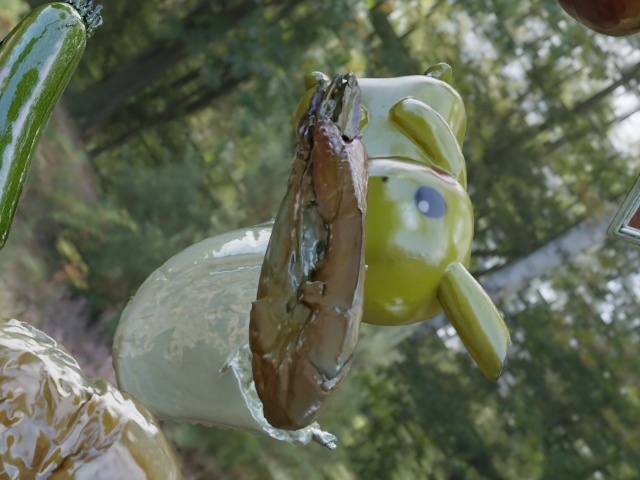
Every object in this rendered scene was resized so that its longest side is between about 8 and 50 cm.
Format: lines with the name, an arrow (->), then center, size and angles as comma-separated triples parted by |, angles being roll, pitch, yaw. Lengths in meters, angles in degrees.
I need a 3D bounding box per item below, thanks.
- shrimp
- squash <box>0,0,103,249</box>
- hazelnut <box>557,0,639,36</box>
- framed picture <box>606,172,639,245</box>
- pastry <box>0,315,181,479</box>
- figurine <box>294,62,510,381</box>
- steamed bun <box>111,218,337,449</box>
shrimp -> 0.001, 0.000, 1.016 | 0.061, 0.267, 0.145 | 18, -23, -15
squash -> -0.258, -0.091, 1.187 | 0.071, 0.080, 0.318 | 38, 50, -31
hazelnut -> 0.309, -0.323, 1.538 | 0.181, 0.181, 0.212 | 148, -49, -77
framed picture -> 0.525, -0.059, 1.879 | 0.273, 0.216, 0.016 | 16, 24, -25
pastry -> -0.312, 0.258, 1.270 | 0.410, 0.409, 0.245 | 58, -5, -6
figurine -> 0.046, -0.023, 1.298 | 0.327, 0.218, 0.169 | -88, 171, -53
steamed bun -> -0.103, 0.093, 1.737 | 0.290, 0.273, 0.272 | 143, -44, -81
